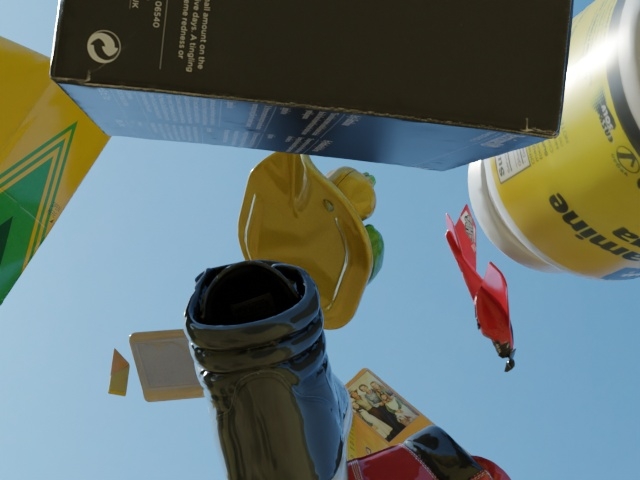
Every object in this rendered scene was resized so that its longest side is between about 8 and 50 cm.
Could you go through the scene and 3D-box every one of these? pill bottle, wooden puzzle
[{"bbox_3d":[0.227,-0.075,1.019,0.188,0.188,0.334,40,-19,-4],"label":"pill bottle"},{"bbox_3d":[-0.131,0.110,1.302,0.116,0.079,0.014,2,-43,-16],"label":"wooden puzzle"}]

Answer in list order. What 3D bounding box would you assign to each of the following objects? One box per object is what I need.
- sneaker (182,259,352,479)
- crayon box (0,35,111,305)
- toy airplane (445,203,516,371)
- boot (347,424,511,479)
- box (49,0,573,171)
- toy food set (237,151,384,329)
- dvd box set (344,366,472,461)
[{"bbox_3d":[-0.035,0.072,1.018,0.104,0.296,0.147,-9,-77,-2],"label":"sneaker"},{"bbox_3d":[-0.384,-0.043,1.136,0.363,0.313,0.106,25,-14,30],"label":"crayon box"},{"bbox_3d":[0.131,0.037,1.208,0.028,0.151,0.151,-17,-65,-1],"label":"toy airplane"},{"bbox_3d":[0.080,0.243,1.063,0.176,0.244,0.088,-19,-42,-9],"label":"boot"},{"bbox_3d":[-0.008,-0.092,0.647,0.184,0.261,0.103,8,-91,-5],"label":"box"},{"bbox_3d":[0.000,0.000,1.211,0.128,0.071,0.218,40,-34,15],"label":"toy food set"},{"bbox_3d":[0.183,0.357,1.645,0.420,0.062,0.308,39,-26,27],"label":"dvd box set"}]
